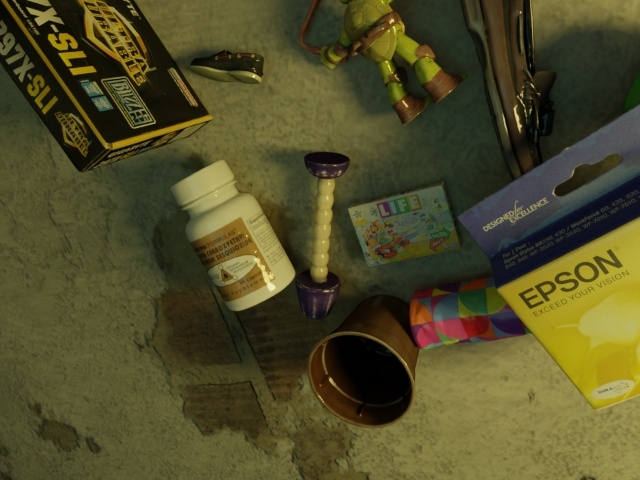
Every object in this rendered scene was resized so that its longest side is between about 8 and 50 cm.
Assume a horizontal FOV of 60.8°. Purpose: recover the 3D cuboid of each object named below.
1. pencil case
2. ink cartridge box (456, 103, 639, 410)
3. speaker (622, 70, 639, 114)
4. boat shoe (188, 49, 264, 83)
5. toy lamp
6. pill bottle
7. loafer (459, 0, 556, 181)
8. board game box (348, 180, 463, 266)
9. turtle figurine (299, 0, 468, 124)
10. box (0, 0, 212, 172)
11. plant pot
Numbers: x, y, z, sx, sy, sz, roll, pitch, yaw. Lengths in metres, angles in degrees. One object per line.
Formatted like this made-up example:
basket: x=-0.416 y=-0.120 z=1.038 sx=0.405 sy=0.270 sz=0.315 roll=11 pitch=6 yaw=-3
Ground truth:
pencil case: x=0.252 y=0.106 z=0.808 sx=0.236 sy=0.104 sz=0.104 roll=-10 pitch=107 yaw=28
ink cartridge box: x=0.366 y=0.023 z=0.613 sx=0.303 sy=0.072 sz=0.307 roll=-35 pitch=106 yaw=31
speaker: x=0.499 y=-0.128 z=0.585 sx=0.296 sy=0.131 sz=0.131 roll=25 pitch=119 yaw=11
boat shoe: x=-0.146 y=-0.272 z=0.848 sx=0.133 sy=0.049 sz=0.042 roll=12 pitch=88 yaw=26
toy lamp: x=0.000 y=0.000 z=0.879 sx=0.080 sy=0.080 sz=0.275 roll=11 pitch=116 yaw=19
pill bottle: x=-0.149 y=-0.010 z=0.907 sx=0.131 sy=0.131 sz=0.229 roll=-22 pitch=101 yaw=29
loafer: x=0.245 y=-0.215 z=0.671 sx=0.095 sy=0.109 sz=0.302 roll=-15 pitch=102 yaw=23
board game box: x=0.130 y=-0.023 z=0.843 sx=0.154 sy=0.026 sz=0.103 roll=-13 pitch=105 yaw=27
turtle figurine: x=0.090 y=-0.270 z=0.699 sx=0.217 sy=0.087 sz=0.269 roll=50 pitch=135 yaw=-8
box: x=-0.336 y=-0.277 z=0.800 sx=0.079 sy=0.257 sz=0.322 roll=-29 pitch=97 yaw=31
plant pot: x=0.086 y=0.178 z=0.868 sx=0.167 sy=0.165 sz=0.167 roll=9 pitch=114 yaw=20
